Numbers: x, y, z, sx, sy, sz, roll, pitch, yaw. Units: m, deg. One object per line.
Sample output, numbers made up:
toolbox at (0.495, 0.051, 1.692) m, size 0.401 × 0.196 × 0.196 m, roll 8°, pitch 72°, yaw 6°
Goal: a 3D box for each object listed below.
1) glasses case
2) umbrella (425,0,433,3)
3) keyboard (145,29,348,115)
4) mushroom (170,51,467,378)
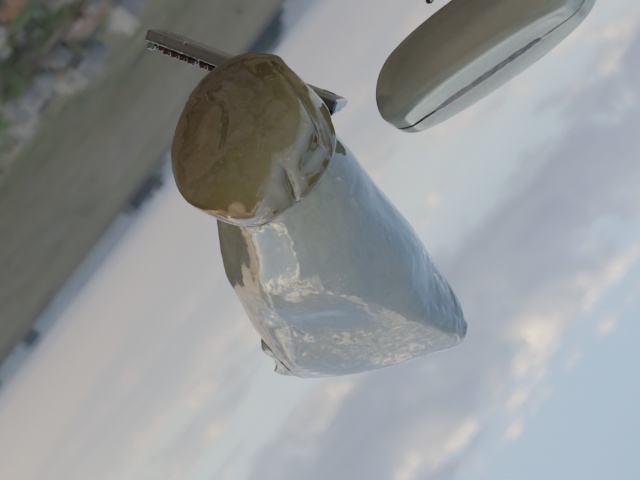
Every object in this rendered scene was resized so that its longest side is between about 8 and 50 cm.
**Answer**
glasses case at (0.123, -0.153, 1.352) m, size 0.204 × 0.051 × 0.081 m, roll -32°, pitch -139°, yaw 31°
umbrella at (0.134, -0.282, 1.223) m, size 0.044 × 0.044 × 0.269 m, roll -74°, pitch -171°, yaw -80°
keyboard at (-0.060, -0.135, 1.452) m, size 0.055 × 0.166 × 0.017 m, roll -27°, pitch 138°, yaw -78°
mushroom at (-0.008, 0.002, 1.418) m, size 0.407 × 0.154 × 0.138 m, roll 53°, pitch 34°, yaw -57°
